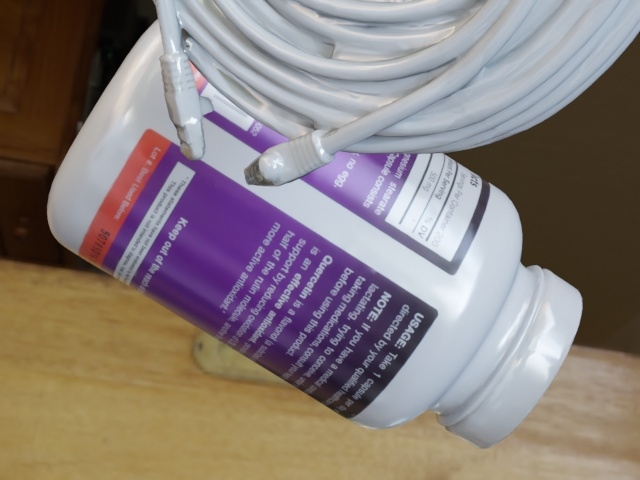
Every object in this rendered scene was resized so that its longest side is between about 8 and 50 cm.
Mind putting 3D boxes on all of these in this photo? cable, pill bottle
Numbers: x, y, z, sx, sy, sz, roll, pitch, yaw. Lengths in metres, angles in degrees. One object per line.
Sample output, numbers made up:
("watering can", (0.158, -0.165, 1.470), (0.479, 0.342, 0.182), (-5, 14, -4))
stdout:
("cable", (0.034, -0.164, 0.507), (0.089, 0.257, 0.257), (-29, 108, -60))
("pill bottle", (0.000, 0.000, 0.788), (0.181, 0.323, 0.181), (-57, -175, 8))
